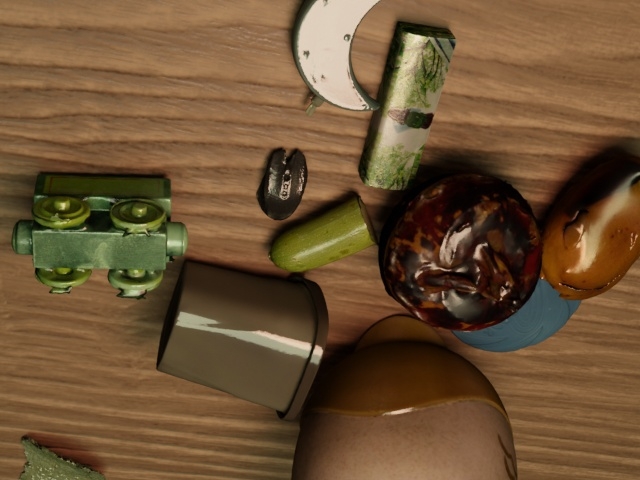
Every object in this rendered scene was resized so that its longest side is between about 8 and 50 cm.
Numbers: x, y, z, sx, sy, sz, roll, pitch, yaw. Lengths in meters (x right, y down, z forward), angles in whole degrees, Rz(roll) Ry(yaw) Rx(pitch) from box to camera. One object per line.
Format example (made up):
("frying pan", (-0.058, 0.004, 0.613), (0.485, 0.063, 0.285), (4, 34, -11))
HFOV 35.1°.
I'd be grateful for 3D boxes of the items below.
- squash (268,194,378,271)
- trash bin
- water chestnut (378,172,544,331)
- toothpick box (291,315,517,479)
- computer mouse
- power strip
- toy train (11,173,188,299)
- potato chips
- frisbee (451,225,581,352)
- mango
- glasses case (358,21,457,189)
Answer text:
("squash", (0.000, 0.000, 1.754), (0.188, 0.095, 0.095), (-23, 122, 9))
("trash bin", (-0.141, 0.162, 1.751), (0.250, 0.219, 0.220), (16, 115, -12))
("water chestnut", (0.253, 0.027, 1.694), (0.300, 0.300, 0.300), (-5, 121, -8))
("toothpick box", (0.146, 0.392, 1.823), (0.409, 0.425, 0.409), (4, 125, 6))
("computer mouse", (-0.062, -0.090, 1.709), (0.079, 0.047, 0.135), (6, 117, -16))
("power strip", (0.036, -0.306, 1.589), (0.167, 0.054, 0.253), (11, 118, -10))
("toy train", (-0.349, -0.016, 1.615), (0.272, 0.188, 0.159), (2, 120, -9))
("potato chips", (-0.502, 0.473, 1.956), (0.167, 0.059, 0.228), (5, 125, -7))
("frisbee", (0.370, 0.102, 1.907), (0.289, 0.049, 0.289), (-5, 121, -8))
("mango", (0.499, -0.025, 1.785), (0.287, 0.152, 0.201), (-46, 114, 5))
("glasses case", (0.141, -0.216, 1.663), (0.095, 0.062, 0.272), (6, 120, -14))
